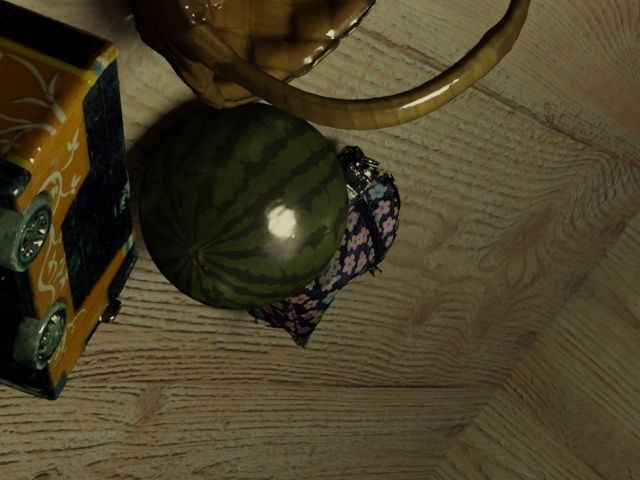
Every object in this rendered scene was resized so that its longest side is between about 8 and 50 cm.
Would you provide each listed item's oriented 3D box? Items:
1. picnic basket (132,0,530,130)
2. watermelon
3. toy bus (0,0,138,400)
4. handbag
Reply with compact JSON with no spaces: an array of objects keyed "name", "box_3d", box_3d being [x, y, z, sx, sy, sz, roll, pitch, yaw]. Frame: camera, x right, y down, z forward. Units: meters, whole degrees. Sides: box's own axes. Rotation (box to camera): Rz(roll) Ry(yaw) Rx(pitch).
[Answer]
[{"name":"picnic basket","box_3d":[0.012,-0.223,1.404,0.293,0.337,0.337,-40,156,-21]},{"name":"watermelon","box_3d":[-0.074,-0.036,1.699,0.212,0.212,0.212,-39,156,-21]},{"name":"toy bus","box_3d":[-0.254,-0.029,1.393,0.323,0.161,0.194,93,21,-57]},{"name":"handbag","box_3d":[0.000,0.000,2.000,0.208,0.127,0.229,-48,159,-19]}]
